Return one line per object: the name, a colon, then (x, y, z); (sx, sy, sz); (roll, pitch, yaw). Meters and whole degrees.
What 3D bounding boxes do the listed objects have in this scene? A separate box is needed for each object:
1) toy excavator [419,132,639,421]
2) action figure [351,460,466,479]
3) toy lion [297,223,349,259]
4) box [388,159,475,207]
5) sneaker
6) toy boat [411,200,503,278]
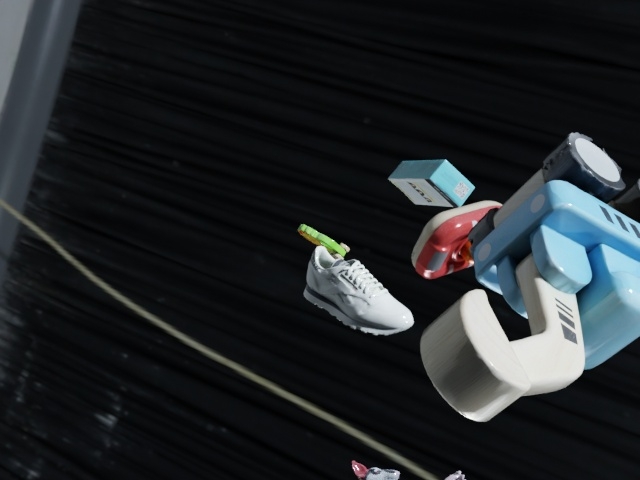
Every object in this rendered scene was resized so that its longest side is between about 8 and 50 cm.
toy excavator: (0.314, 0.072, 1.235); (0.222, 0.433, 0.445); (-48, -151, 34)
action figure: (0.144, 0.555, 1.694); (0.248, 0.370, 0.275); (15, 120, -45)
toy lion: (0.000, 0.000, 1.962); (0.096, 0.100, 0.034); (38, 79, -24)
box: (0.252, -0.133, 2.222); (0.100, 0.244, 0.060); (41, 81, -17)
sneaker: (0.064, 0.089, 1.674); (0.090, 0.235, 0.094); (-13, 119, -49)
toy boat: (0.298, 0.022, 1.828); (0.231, 0.151, 0.151); (-16, 143, -36)
